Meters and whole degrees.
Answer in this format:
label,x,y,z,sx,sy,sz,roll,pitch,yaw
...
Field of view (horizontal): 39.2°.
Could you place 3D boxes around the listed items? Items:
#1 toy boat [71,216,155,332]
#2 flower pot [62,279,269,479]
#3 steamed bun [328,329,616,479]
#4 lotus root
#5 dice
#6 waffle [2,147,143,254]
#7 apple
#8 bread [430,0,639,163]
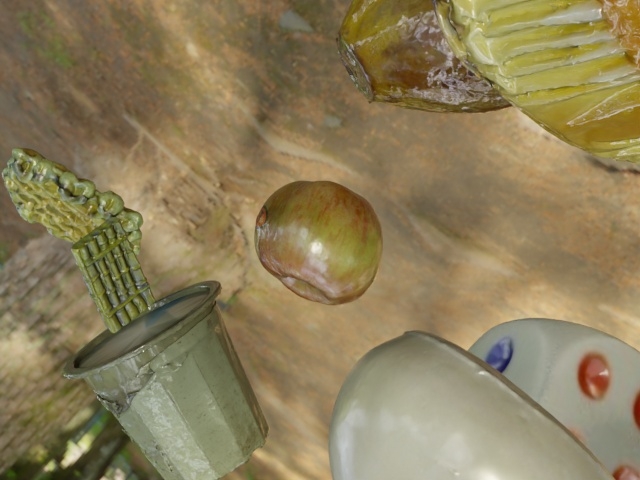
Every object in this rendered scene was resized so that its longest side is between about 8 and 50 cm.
label,x,y,z,sx,sy,sz,roll,pitch,yaw
toy boat,-0.215,0.037,0.938,0.016,0.063,0.115,21,140,39
flower pot,-0.175,0.186,1.088,0.212,0.212,0.202,-6,111,62
steamed bun,0.098,0.182,0.644,0.232,0.145,0.232,41,169,9
lotus root,0.116,-0.187,0.882,0.188,0.180,0.199,65,-179,-58
dice,0.372,0.318,1.480,0.277,0.304,0.304,33,157,-12
waffle,-0.351,-0.049,1.279,0.223,0.054,0.204,28,155,-2
apple,0.003,0.001,0.836,0.126,0.102,0.126,25,164,8
bread,0.141,-0.111,0.388,0.190,0.132,0.114,19,166,-35
